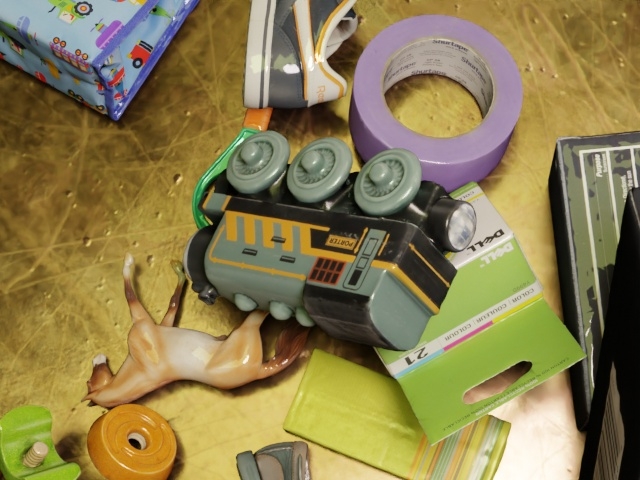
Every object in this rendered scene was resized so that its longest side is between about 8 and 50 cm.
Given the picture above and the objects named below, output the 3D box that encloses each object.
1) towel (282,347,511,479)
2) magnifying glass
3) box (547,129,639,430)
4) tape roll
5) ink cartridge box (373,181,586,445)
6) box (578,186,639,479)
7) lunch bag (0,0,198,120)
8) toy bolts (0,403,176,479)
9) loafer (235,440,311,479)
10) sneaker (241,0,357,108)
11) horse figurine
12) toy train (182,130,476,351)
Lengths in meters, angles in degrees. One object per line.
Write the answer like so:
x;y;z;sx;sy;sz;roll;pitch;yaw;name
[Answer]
0.085;0.206;1.765;0.237;0.021;0.102;21;73;10;towel
-0.084;-0.103;1.851;0.092;0.026;0.231;14;80;8;magnifying glass
0.403;0.037;1.695;0.294;0.183;0.296;-5;77;2;box
0.127;-0.153;1.797;0.189;0.080;0.189;2;66;-4;tape roll
0.139;0.069;1.672;0.189;0.255;0.097;-30;120;1;ink cartridge box
0.490;0.233;1.449;0.472;0.297;0.479;5;121;2;box
-0.257;-0.327;1.875;0.221;0.138;0.293;29;71;13;lunch bag
-0.256;0.305;1.733;0.218;0.158;0.228;-8;59;-39;toy bolts
-0.013;0.339;1.703;0.084;0.096;0.267;-19;74;-6;loafer
-0.020;-0.298;1.842;0.128;0.126;0.321;3;75;-2;sneaker
-0.130;0.105;1.782;0.263;0.066;0.174;4;71;8;horse figurine
0.000;0.000;1.661;0.334;0.142;0.190;10;65;39;toy train
